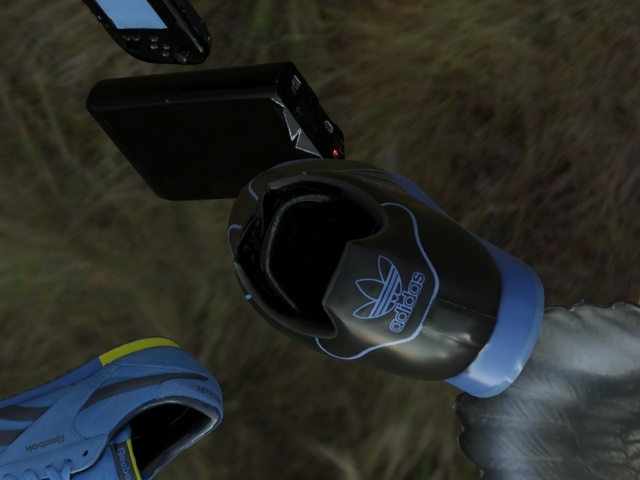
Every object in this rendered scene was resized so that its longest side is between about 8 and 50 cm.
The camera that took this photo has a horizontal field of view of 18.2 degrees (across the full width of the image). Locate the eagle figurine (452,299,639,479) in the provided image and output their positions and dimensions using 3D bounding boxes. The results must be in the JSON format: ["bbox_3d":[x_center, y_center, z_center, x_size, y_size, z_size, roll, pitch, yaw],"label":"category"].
[{"bbox_3d":[0.216,0.126,0.805,0.225,0.298,0.226,-21,128,-12],"label":"eagle figurine"}]

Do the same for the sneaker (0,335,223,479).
[{"bbox_3d":[-0.153,0.128,1.148,0.209,0.082,0.069,-28,122,-10],"label":"sneaker"}]

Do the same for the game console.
[{"bbox_3d":[-0.139,-0.161,1.636,0.213,0.044,0.361,-3,138,37],"label":"game console"}]

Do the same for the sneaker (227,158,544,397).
[{"bbox_3d":[0.000,0.000,0.830,0.090,0.232,0.081,23,90,-28],"label":"sneaker"}]

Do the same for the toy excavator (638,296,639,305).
[{"bbox_3d":[0.304,0.311,1.458,0.222,0.445,0.433,-9,128,2],"label":"toy excavator"}]
